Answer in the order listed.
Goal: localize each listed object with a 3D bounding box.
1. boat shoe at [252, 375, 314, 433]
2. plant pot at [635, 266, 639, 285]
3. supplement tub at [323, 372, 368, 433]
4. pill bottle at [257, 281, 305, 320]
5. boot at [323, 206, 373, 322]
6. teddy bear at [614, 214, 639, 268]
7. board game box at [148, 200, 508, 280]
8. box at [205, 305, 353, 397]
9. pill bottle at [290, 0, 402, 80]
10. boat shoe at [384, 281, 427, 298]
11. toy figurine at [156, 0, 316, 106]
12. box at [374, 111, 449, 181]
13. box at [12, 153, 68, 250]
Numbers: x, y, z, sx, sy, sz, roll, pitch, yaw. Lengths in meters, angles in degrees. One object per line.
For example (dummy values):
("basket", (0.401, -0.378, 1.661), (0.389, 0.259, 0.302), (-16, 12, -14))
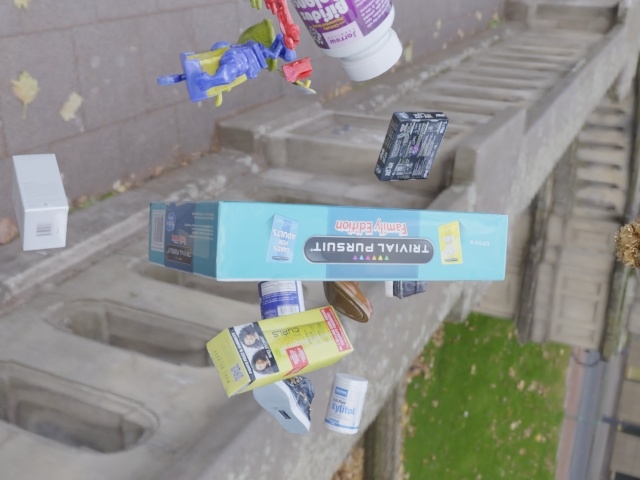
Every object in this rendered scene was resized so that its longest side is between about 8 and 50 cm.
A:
("boat shoe", (-0.063, 0.259, 1.418), (0.183, 0.065, 0.083), (64, 29, -45))
("plant pot", (0.703, 0.073, 1.506), (0.274, 0.256, 0.256), (-46, 139, -56))
("supplement tub", (0.050, 0.322, 1.611), (0.071, 0.071, 0.107), (12, 90, -65))
("pill bottle", (-0.100, 0.130, 2.036), (0.112, 0.112, 0.187), (31, 48, -64))
("boot", (0.059, 0.030, 1.321), (0.152, 0.197, 0.073), (-31, 152, -24))
("teddy bear", (0.510, 0.087, 0.990), (0.113, 0.245, 0.338), (20, 57, -68))
("board game box", (0.000, 0.000, 0.934), (0.336, 0.254, 0.079), (2, 92, -26))
("box", (-0.055, 0.159, 1.205), (0.232, 0.058, 0.087), (-5, 64, -50))
("pill bottle", (0.039, -0.459, 1.553), (0.301, 0.169, 0.169), (54, 49, -35))
("boat shoe", (0.142, 0.037, 1.227), (0.206, 0.065, 0.075), (-49, 138, -68))
("toy figurine", (-0.163, -0.307, 1.287), (0.362, 0.217, 0.191), (-124, -166, -65))
("box", (0.103, -0.107, 0.930), (0.067, 0.018, 0.083), (-5, 132, -26))
("box", (-0.614, -0.085, 1.777), (0.091, 0.170, 0.130), (-6, 142, -26))
